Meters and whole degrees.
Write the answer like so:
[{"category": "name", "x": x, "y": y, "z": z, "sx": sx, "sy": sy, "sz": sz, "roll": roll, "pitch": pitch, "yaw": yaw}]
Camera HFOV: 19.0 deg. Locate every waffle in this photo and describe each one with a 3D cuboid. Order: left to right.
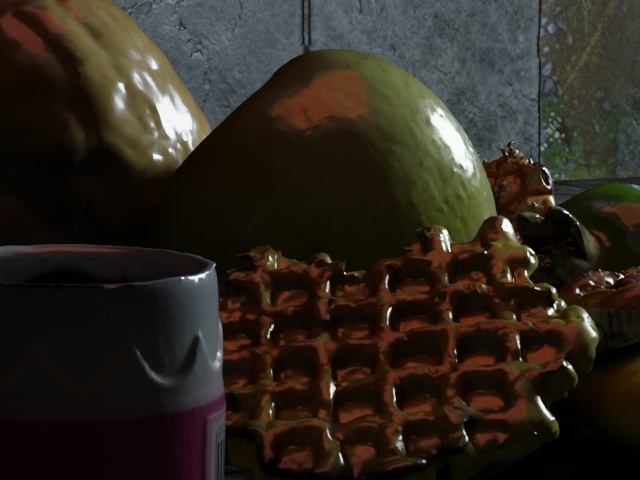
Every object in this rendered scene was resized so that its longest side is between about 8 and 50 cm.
[{"category": "waffle", "x": 0.036, "y": 0.080, "z": 1.344, "sx": 0.301, "sy": 0.058, "sz": 0.281, "roll": -20, "pitch": 40, "yaw": -17}]

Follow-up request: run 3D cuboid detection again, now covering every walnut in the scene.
[{"category": "walnut", "x": -0.276, "y": -0.067, "z": 1.789, "sx": 0.383, "sy": 0.383, "sz": 0.383, "roll": 0, "pitch": 7, "yaw": 0}]

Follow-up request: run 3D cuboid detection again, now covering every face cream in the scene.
[{"category": "face cream", "x": -0.139, "y": 0.106, "z": 1.045, "sx": 0.175, "sy": 0.195, "sz": 0.175, "roll": 1, "pitch": 6, "yaw": 0}]

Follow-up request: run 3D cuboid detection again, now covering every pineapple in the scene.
[{"category": "pineapple", "x": 0.197, "y": 0.007, "z": 1.920, "sx": 0.076, "sy": 0.225, "sz": 0.225, "roll": -19, "pitch": 11, "yaw": -12}]

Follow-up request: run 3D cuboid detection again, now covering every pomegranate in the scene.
[{"category": "pomegranate", "x": 0.234, "y": 0.033, "z": 1.596, "sx": 0.187, "sy": 0.187, "sz": 0.225, "roll": 5, "pitch": -17, "yaw": 36}]

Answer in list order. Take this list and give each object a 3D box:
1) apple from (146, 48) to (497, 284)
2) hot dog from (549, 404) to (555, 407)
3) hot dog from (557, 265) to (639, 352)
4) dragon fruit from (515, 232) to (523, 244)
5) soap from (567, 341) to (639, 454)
[{"category": "apple", "x": -0.009, "y": 0.010, "z": 1.589, "sx": 0.233, "sy": 0.258, "sz": 0.295, "roll": -47, "pitch": 5, "yaw": -33}, {"category": "hot dog", "x": 0.125, "y": 0.095, "z": 1.472, "sx": 0.146, "sy": 0.103, "sz": 0.213, "roll": -19, "pitch": -4, "yaw": 22}, {"category": "hot dog", "x": 0.248, "y": 0.040, "z": 1.439, "sx": 0.108, "sy": 0.059, "sz": 0.191, "roll": -10, "pitch": 4, "yaw": 43}, {"category": "dragon fruit", "x": 0.197, "y": 0.050, "z": 1.765, "sx": 0.208, "sy": 0.133, "sz": 0.150, "roll": 6, "pitch": -32, "yaw": 29}, {"category": "soap", "x": 0.394, "y": 0.102, "z": 1.393, "sx": 0.427, "sy": 0.115, "sz": 0.306, "roll": -6, "pitch": 10, "yaw": 2}]
